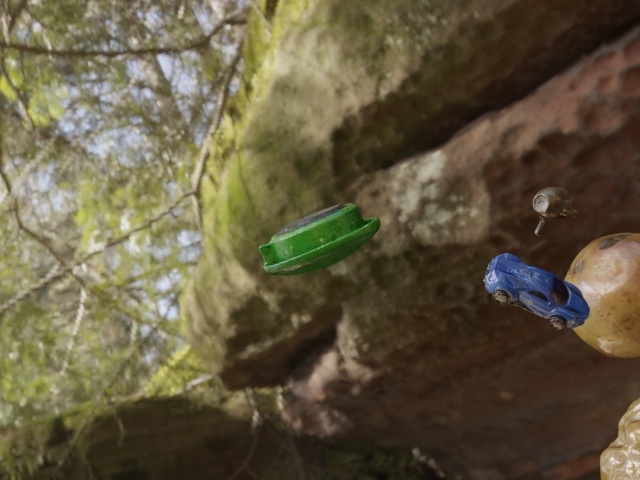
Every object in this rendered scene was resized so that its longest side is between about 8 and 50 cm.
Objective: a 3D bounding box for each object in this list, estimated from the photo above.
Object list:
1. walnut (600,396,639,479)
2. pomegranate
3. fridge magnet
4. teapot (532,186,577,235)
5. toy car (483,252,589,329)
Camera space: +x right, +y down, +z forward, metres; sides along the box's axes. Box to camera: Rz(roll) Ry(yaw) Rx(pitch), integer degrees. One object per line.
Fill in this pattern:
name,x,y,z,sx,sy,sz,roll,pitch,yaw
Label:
walnut,0.473,0.278,1.220,0.224,0.257,0.257,-34,-20,-47
pomegranate,0.668,0.119,2.238,0.281,0.281,0.281,-17,-36,-12
fridge magnet,0.000,0.000,1.688,0.208,0.088,0.208,-22,6,2
teapot,0.471,-0.052,2.098,0.080,0.085,0.110,0,-56,-43
toy car,0.422,0.096,1.977,0.216,0.103,0.063,24,-41,2
